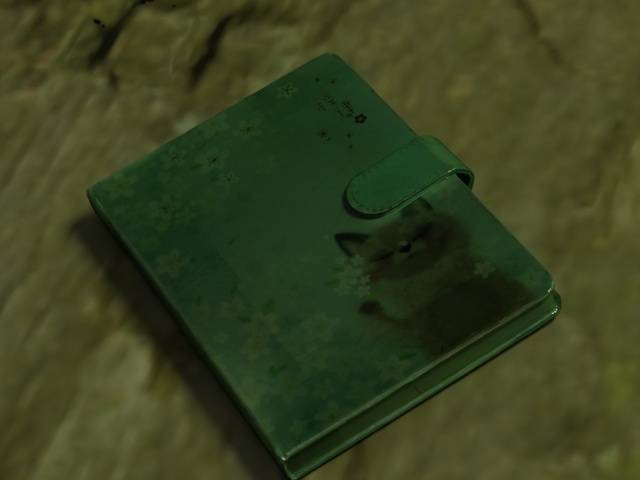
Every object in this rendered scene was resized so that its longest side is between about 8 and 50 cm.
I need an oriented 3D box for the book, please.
[{"bbox_3d":[0.000,0.000,0.592,0.103,0.017,0.135,-31,48,-11],"label":"book"}]
